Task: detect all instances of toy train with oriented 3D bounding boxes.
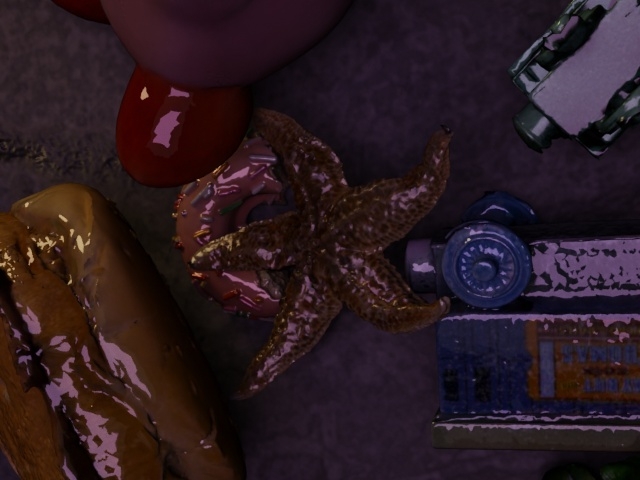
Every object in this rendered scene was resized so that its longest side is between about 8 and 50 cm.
[{"bbox_3d":[0.251,-0.165,1.006,0.115,0.154,0.269,43,104,4],"label":"toy train"},{"bbox_3d":[0.219,0.064,1.067,0.300,0.131,0.202,-1,103,15],"label":"toy train"}]

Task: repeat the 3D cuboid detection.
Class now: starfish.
[{"bbox_3d":[0.000,0.000,1.058,0.236,0.062,0.277,46,114,21],"label":"starfish"}]

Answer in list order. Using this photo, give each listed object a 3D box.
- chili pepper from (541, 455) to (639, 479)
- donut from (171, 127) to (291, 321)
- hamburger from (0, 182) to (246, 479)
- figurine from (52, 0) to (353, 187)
[{"bbox_3d":[0.240,0.211,1.030,0.083,0.253,0.099,-7,81,-19],"label":"chili pepper"},{"bbox_3d":[-0.075,-0.006,1.148,0.117,0.065,0.166,-10,95,13],"label":"donut"},{"bbox_3d":[-0.179,0.111,1.078,0.174,0.284,0.304,-29,92,-15],"label":"hamburger"},{"bbox_3d":[-0.075,-0.223,1.049,0.269,0.211,0.261,61,149,25],"label":"figurine"}]
